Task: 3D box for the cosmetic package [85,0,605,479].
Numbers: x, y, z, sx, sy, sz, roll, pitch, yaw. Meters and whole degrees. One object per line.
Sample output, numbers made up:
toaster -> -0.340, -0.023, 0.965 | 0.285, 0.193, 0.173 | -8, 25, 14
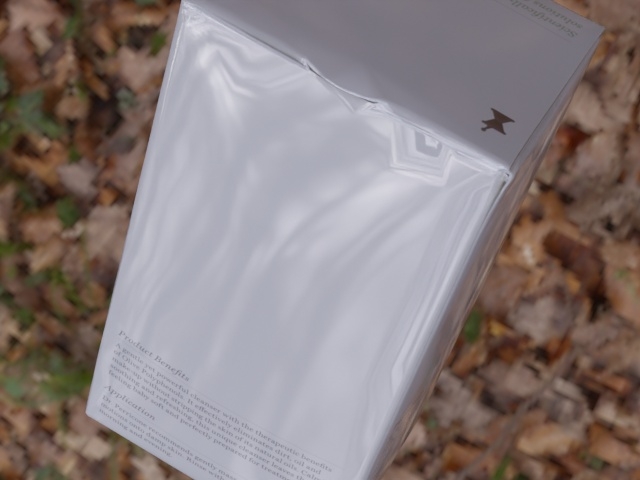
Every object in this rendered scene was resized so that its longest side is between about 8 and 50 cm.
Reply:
cosmetic package -> 0.000, 0.000, 1.008 | 0.197, 0.155, 0.365 | 31, 136, 8
